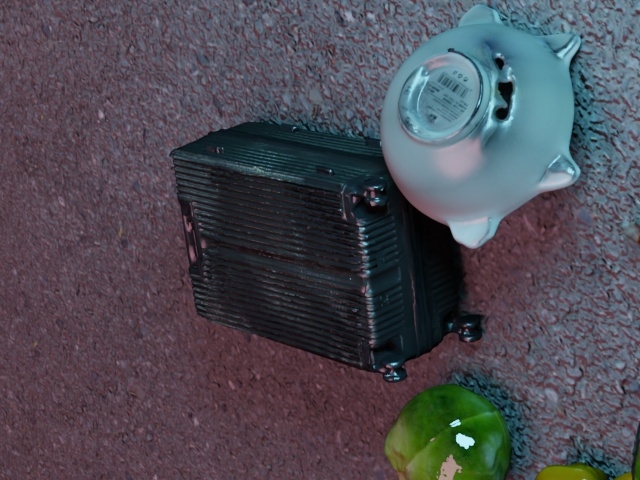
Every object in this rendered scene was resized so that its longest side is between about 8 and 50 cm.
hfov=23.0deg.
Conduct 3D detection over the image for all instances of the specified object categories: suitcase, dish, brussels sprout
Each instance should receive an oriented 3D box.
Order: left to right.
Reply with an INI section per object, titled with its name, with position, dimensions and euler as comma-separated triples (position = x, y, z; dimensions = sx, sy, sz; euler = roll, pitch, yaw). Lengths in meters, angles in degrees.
[suitcase]
position = 0.000, 0.000, 1.749
dimensions = 0.335, 0.152, 0.230
euler = 14, 118, 44
[brussels sprout]
position = 0.147, 0.233, 1.730
dimensions = 0.155, 0.117, 0.155
euler = 52, 151, 44
[dish]
position = 0.142, -0.129, 1.497
dimensions = 0.228, 0.086, 0.236
euler = -31, 60, 21

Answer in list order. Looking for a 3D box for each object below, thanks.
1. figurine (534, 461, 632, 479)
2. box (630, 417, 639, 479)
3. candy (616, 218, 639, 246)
[figurine]
position = 0.287, 0.282, 1.601
dimensions = 0.176, 0.122, 0.121
euler = 19, 125, 39
[box]
position = 0.452, 0.241, 1.425
dimensions = 0.345, 0.097, 0.134
euler = 27, 126, 36
[candy]
position = 0.389, 0.044, 1.421
dimensions = 0.292, 0.059, 0.086
euler = 35, 140, 31
